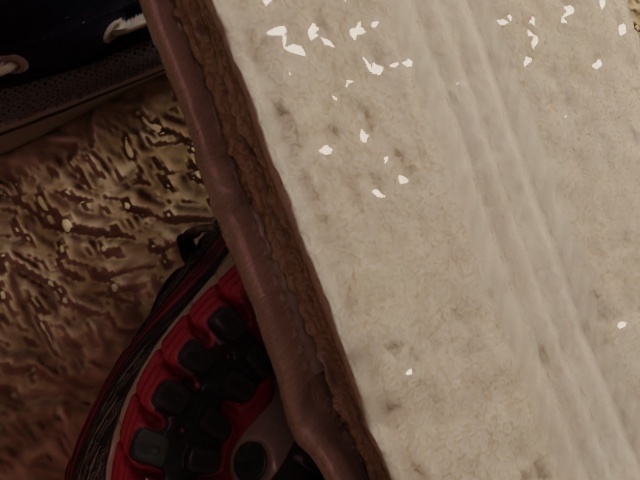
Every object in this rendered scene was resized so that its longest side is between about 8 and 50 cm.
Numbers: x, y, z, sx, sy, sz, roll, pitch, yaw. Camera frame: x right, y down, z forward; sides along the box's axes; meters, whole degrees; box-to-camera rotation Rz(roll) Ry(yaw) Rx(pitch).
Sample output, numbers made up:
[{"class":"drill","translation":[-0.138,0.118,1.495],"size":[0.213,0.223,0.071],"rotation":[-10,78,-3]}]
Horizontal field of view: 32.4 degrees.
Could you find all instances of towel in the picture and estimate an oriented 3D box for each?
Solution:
[{"class":"towel","translation":[0.057,-0.013,0.385],"size":[0.187,0.049,0.282],"rotation":[-23,95,-35]}]

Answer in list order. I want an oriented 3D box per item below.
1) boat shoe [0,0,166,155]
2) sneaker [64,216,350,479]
[{"class":"boat shoe","translation":[-0.053,-0.148,0.440],"size":[0.340,0.158,0.127],"rotation":[-33,81,-11]},{"class":"sneaker","translation":[0.000,0.000,0.440],"size":[0.121,0.112,0.299],"rotation":[47,63,-18]}]
